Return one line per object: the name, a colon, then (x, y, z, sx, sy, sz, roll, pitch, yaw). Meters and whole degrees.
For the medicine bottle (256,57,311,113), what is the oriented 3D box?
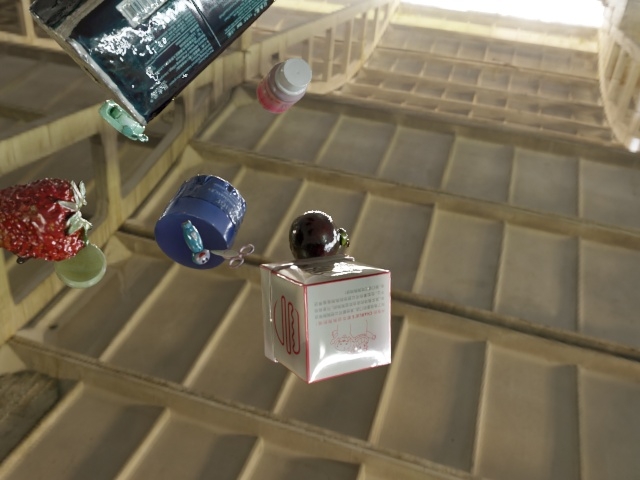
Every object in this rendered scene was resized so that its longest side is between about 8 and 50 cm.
medicine bottle: (-0.123, -0.537, 2.025, 0.147, 0.146, 0.247, -8, 177, -24)

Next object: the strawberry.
strawberry: (-0.781, -0.049, 1.560, 0.307, 0.233, 0.138, -10, 175, -5)

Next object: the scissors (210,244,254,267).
scissors: (-0.253, 0.038, 1.622, 0.176, 0.022, 0.085, 7, -128, 49)

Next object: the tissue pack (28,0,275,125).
tissue pack: (-0.333, -0.489, 1.219, 0.416, 0.264, 0.253, -46, -129, -7)

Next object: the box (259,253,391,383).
box: (0.016, 0.227, 1.816, 0.315, 0.311, 0.300, -7, -169, -28)

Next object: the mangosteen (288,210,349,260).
mangosteen: (-0.009, -0.005, 2.112, 0.216, 0.215, 0.216, 4, -152, -2)

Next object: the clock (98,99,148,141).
clock: (-0.698, -0.423, 2.107, 0.189, 0.060, 0.148, 41, -173, -13)

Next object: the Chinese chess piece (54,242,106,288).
Chinese chess piece: (-0.714, 0.074, 1.750, 0.144, 0.058, 0.143, 8, -116, -17)

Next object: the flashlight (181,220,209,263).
flashlight: (-0.350, 0.008, 1.625, 0.051, 0.129, 0.051, -20, -161, 7)

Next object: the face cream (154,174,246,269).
face cream: (-0.390, -0.066, 1.930, 0.249, 0.248, 0.225, 8, -136, 5)
